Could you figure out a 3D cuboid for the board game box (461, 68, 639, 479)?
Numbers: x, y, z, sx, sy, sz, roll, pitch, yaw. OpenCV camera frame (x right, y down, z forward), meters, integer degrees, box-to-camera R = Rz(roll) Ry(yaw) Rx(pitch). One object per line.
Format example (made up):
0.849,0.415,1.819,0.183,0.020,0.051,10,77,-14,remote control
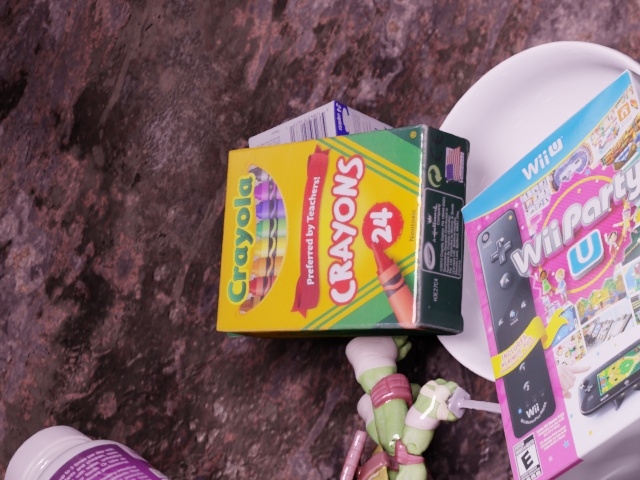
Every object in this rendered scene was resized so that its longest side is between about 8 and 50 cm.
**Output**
0.241,0.046,1.288,0.224,0.098,0.303,-43,39,37,board game box

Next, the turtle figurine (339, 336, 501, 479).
0.131,0.210,1.542,0.275,0.198,0.266,-41,38,18,turtle figurine

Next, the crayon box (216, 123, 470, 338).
0.000,0.000,1.598,0.319,0.081,0.202,-6,78,41,crayon box

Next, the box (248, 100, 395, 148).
0.010,-0.089,1.757,0.126,0.137,0.072,-21,66,33,box

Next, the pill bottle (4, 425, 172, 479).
-0.238,0.336,1.800,0.301,0.169,0.169,29,95,41,pill bottle

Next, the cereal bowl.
0.256,-0.016,1.516,0.339,0.141,0.339,-13,71,45,cereal bowl
